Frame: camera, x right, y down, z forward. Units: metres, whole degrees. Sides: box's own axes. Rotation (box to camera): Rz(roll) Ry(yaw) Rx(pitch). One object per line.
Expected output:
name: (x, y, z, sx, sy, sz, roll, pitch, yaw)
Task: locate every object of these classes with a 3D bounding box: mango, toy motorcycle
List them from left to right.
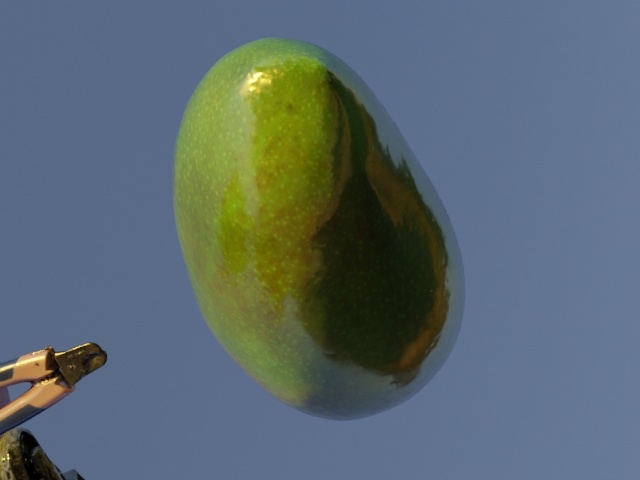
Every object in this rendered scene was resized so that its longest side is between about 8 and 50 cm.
toy motorcycle: (-0.154, 0.211, 0.779, 0.061, 0.124, 0.193, -24, -59, 1)
mango: (0.000, 0.000, 0.925, 0.201, 0.225, 0.382, -29, -34, -13)

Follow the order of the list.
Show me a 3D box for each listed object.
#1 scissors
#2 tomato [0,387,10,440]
scissors: (-0.164, 0.080, 0.677, 0.039, 0.113, 0.012, 60, -159, -10)
tomato: (-0.277, 0.160, 0.821, 0.199, 0.112, 0.228, -40, -33, -17)
